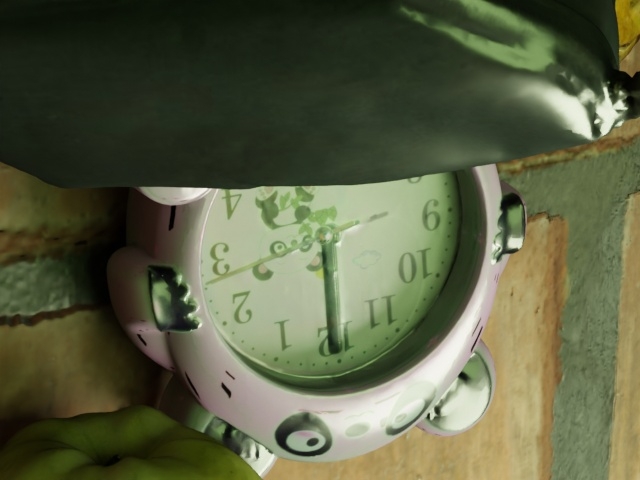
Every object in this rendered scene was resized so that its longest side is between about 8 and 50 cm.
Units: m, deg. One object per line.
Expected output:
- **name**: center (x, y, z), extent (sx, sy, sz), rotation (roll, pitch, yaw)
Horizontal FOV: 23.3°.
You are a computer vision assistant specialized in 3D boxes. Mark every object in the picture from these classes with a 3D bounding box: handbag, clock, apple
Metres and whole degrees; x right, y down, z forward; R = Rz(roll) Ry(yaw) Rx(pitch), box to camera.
- **handbag**: center (-0.006, -0.180, 0.608), extent (0.178, 0.275, 0.302), rotation (56, 36, -61)
- **clock**: center (0.000, 0.000, 0.810), extent (0.227, 0.090, 0.248), rotation (-12, 111, -20)
- **apple**: center (-0.093, 0.180, 0.730), extent (0.200, 0.200, 0.200), rotation (-13, 109, -43)

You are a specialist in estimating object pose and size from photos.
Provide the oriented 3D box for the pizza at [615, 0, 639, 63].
- **pizza**: center (0.131, -0.210, 0.914), extent (0.408, 0.114, 0.278), rotation (9, 92, -46)
